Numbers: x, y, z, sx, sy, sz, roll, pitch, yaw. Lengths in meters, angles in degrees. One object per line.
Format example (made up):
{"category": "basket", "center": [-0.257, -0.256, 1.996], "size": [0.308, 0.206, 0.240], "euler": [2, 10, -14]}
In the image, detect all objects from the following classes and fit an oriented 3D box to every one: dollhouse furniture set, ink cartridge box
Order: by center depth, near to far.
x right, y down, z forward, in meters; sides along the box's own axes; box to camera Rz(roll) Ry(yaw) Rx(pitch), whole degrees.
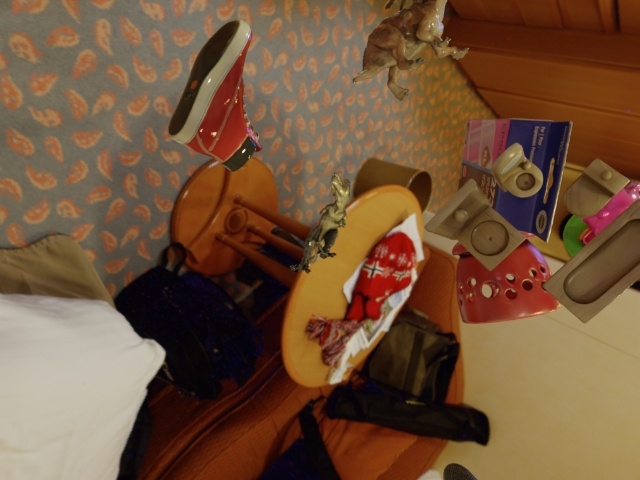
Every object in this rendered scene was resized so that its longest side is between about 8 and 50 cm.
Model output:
{"category": "dollhouse furniture set", "center": [0.209, -0.008, 0.395], "size": [0.144, 0.151, 0.123], "euler": [-48, 158, 16]}
{"category": "ink cartridge box", "center": [0.325, -0.128, 0.802], "size": [0.371, 0.069, 0.176], "euler": [-81, 175, -75]}

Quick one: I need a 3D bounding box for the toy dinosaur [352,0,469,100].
{"category": "toy dinosaur", "center": [0.164, -0.421, 0.897], "size": [0.295, 0.200, 0.127], "euler": [-36, 166, 5]}

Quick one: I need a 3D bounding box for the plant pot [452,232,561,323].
{"category": "plant pot", "center": [0.365, 0.070, 0.907], "size": [0.191, 0.191, 0.174], "euler": [-6, 80, -51]}

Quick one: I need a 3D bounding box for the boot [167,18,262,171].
{"category": "boot", "center": [-0.156, -0.261, 0.832], "size": [0.176, 0.088, 0.244], "euler": [25, 90, -47]}

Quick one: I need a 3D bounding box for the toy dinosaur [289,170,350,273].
{"category": "toy dinosaur", "center": [0.000, 0.000, 0.825], "size": [0.268, 0.064, 0.118], "euler": [118, -4, -46]}

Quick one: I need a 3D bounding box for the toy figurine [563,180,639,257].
{"category": "toy figurine", "center": [0.509, -0.046, 0.760], "size": [0.173, 0.130, 0.159], "euler": [-45, 149, 3]}

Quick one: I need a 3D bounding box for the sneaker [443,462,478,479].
{"category": "sneaker", "center": [0.225, 0.382, 0.645], "size": [0.065, 0.166, 0.076], "euler": [-17, 111, -5]}
